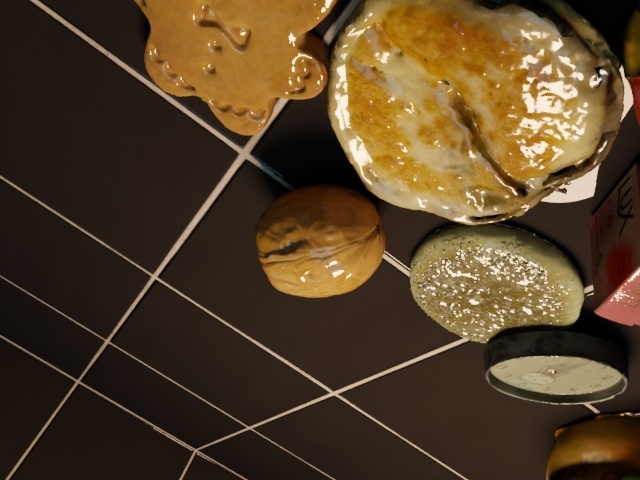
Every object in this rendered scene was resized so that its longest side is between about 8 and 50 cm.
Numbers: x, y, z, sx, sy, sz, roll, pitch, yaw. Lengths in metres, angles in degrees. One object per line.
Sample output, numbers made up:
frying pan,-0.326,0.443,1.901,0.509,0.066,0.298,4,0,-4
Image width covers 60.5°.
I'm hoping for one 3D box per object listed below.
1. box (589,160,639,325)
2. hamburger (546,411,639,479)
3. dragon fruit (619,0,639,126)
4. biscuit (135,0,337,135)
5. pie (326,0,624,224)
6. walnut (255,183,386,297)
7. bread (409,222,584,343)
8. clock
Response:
box,0.350,0.004,0.603,0.060,0.156,0.111,15,142,3
hamburger,0.584,0.525,0.965,0.396,0.277,0.395,16,140,14
dragon fruit,0.392,-0.103,0.405,0.306,0.225,0.305,14,139,12
biscuit,-0.099,-0.271,0.624,0.275,0.052,0.355,32,142,-8
pie,0.153,-0.140,0.607,0.340,0.077,0.339,22,149,14
walnut,0.000,0.000,0.792,0.197,0.165,0.165,-18,124,31
bread,0.258,0.079,0.829,0.267,0.040,0.266,16,141,13
clock,0.371,0.208,0.875,0.215,0.041,0.214,9,147,6
